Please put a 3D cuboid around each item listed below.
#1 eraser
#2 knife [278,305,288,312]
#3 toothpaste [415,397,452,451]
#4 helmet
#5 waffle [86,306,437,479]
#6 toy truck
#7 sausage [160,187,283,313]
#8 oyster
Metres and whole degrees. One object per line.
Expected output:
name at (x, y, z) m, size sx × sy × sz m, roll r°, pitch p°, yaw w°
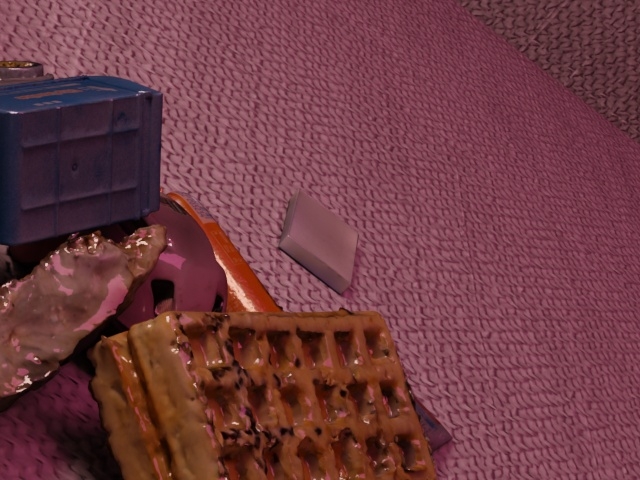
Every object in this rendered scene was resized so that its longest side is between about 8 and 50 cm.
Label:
eraser at (0.000, 0.000, 2.284) m, size 0.104 × 0.023 × 0.150 m, roll 37°, pitch 23°, yaw -12°
knife at (-0.013, 0.121, 2.053) m, size 0.121 × 0.018 × 0.031 m, roll 47°, pitch 21°, yaw 15°
toothpaste at (0.100, 0.214, 2.035) m, size 0.089 × 0.057 × 0.234 m, roll 47°, pitch 16°, yaw 5°
helmet at (-0.184, 0.019, 1.787) m, size 0.198 × 0.154 × 0.253 m, roll 18°, pitch 37°, yaw -44°
waffle at (-0.037, 0.197, 1.672) m, size 0.376 × 0.114 × 0.261 m, roll 4°, pitch 66°, yaw -57°
toy truck at (-0.291, -0.074, 1.591) m, size 0.175 × 0.146 × 0.367 m, roll 10°, pitch 16°, yaw 34°
sausage at (-0.119, 0.029, 1.973) m, size 0.234 × 0.071 × 0.071 m, roll 53°, pitch 24°, yaw 23°
oyster at (-0.263, 0.076, 1.560) m, size 0.341 × 0.166 × 0.110 m, roll -36°, pitch 104°, yaw -60°
